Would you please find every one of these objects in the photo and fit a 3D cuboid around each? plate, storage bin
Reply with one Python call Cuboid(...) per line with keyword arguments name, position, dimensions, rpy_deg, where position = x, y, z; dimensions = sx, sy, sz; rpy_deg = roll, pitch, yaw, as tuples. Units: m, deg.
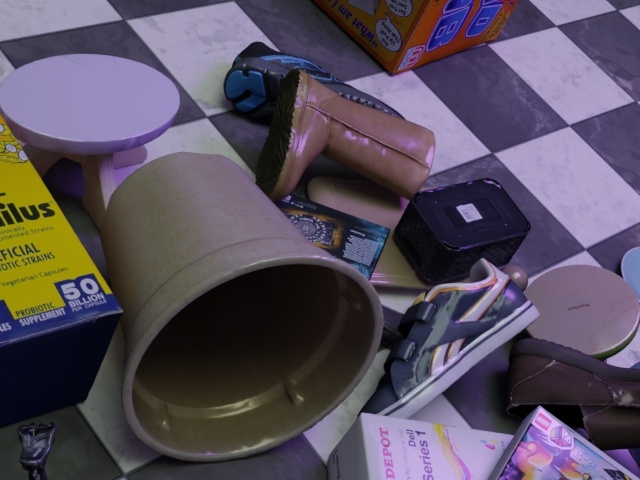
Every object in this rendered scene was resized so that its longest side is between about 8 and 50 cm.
Cuboid(name="plate", position=(0.607, 0.088, 2.060), dimensions=(0.188, 0.024, 0.188), rpy_deg=(15, 44, -16))
Cuboid(name="storage bin", position=(0.223, -0.018, 1.839), dimensions=(0.180, 0.084, 0.122), rpy_deg=(-12, 56, -33))

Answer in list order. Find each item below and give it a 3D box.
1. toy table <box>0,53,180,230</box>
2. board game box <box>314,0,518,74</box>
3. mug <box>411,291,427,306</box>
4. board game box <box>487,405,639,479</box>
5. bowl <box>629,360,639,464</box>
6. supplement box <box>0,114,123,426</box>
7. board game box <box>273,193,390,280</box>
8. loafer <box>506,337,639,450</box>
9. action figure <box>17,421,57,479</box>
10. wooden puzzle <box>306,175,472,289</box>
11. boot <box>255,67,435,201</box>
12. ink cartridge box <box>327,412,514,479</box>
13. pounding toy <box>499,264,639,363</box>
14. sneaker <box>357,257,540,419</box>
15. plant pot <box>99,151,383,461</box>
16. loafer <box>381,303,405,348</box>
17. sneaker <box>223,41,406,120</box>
Cuboid(name="toy table", position=(-0.345, -0.151, 1.669), dimensions=(0.274, 0.161, 0.252), rpy_deg=(-5, 51, -33))
Cuboid(name="board game box", position=(0.199, -0.599, 2.259), dimensions=(0.356, 0.356, 0.356), rpy_deg=(-25, 64, -43))
Cuboid(name="mug", position=(0.173, 0.106, 1.769), dimensions=(0.064, 0.078, 0.062), rpy_deg=(36, 53, 20))
Cuboid(name="board game box", position=(0.344, 0.366, 1.431), dimensions=(0.305, 0.053, 0.193), rpy_deg=(36, 50, 6))
Cuboid(name="bowl", position=(0.631, 0.262, 1.800), dimensions=(0.312, 0.163, 0.311), rpy_deg=(15, 43, -15))
Cuboid(name="supplement box", position=(-0.425, 0.031, 1.420), dimensions=(0.194, 0.195, 0.356), rpy_deg=(-15, 57, -38))
Cuboid(name="board game box", position=(0.000, 0.000, 1.776), dimensions=(0.186, 0.026, 0.126), rpy_deg=(20, 48, 7))
Cuboid(name="loafer", position=(0.429, 0.256, 1.674), dimensions=(0.366, 0.133, 0.130), rpy_deg=(14, 63, 30))
Cuboid(name="action figure", position=(-0.310, 0.324, 1.222), dimensions=(0.164, 0.275, 0.141), rpy_deg=(-3, 7, 0))
Cuboid(name="wooden puzzle", position=(0.109, -0.006, 1.870), dimensions=(0.239, 0.044, 0.220), rpy_deg=(2, 49, -21))
Cuboid(name="boot", position=(0.047, -0.124, 1.835), dimensions=(0.270, 0.089, 0.236), rpy_deg=(24, 69, -26))
Cuboid(name="ink cartridge box", position=(0.163, 0.347, 1.490), dimensions=(0.278, 0.117, 0.201), rpy_deg=(11, 45, -18))
Cuboid(name="pounding toy", position=(0.384, 0.138, 1.852), dimensions=(0.237, 0.110, 0.183), rpy_deg=(7, 50, 19))
Cuboid(name="sneaker", position=(0.152, 0.147, 1.628), dimensions=(0.321, 0.126, 0.127), rpy_deg=(-35, 84, -25))
Cuboid(name="plant pot", position=(-0.134, 0.057, 1.497), dimensions=(0.334, 0.333, 0.305), rpy_deg=(-1, 38, -30))
Cuboid(name="loafer", position=(0.139, 0.135, 1.727), dimensions=(0.170, 0.061, 0.062), rpy_deg=(31, 42, 2))
Cuboid(name="sneaker", position=(0.011, -0.243, 1.984), dimensions=(0.341, 0.125, 0.139), rpy_deg=(25, 37, -9))
